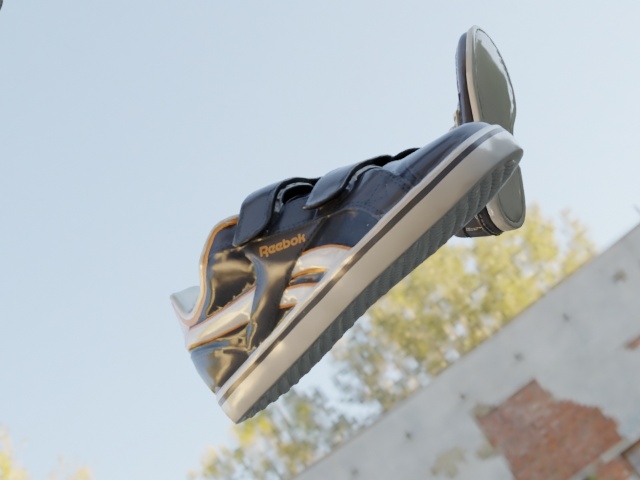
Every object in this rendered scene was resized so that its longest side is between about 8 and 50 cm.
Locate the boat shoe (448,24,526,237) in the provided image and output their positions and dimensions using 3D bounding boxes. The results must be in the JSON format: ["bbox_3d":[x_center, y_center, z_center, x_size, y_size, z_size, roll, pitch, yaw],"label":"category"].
[{"bbox_3d":[0.135,-0.097,1.185,0.065,0.206,0.075,-21,-30,35],"label":"boat shoe"}]

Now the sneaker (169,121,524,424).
[{"bbox_3d":[0.000,0.000,0.973,0.321,0.127,0.126,-44,-12,28],"label":"sneaker"}]

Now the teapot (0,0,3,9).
[{"bbox_3d":[-0.423,-0.338,1.200,0.187,0.252,0.256,-33,-25,-22],"label":"teapot"}]
